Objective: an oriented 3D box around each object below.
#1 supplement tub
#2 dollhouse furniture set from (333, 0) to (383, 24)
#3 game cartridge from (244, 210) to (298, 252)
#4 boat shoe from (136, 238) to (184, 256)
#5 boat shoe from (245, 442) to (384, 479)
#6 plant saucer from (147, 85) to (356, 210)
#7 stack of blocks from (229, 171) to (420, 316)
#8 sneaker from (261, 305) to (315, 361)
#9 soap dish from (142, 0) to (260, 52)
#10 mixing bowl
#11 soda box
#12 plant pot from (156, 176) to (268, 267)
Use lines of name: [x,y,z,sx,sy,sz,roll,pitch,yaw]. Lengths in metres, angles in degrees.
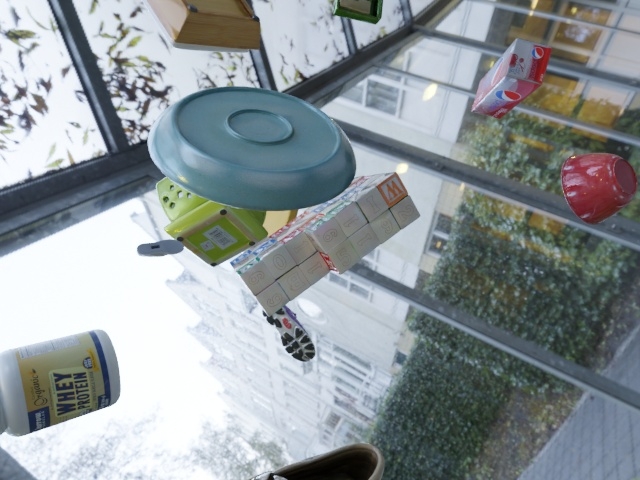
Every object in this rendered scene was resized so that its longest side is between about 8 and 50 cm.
supplement tub: [-0.733,0.384,1.208,0.317,0.228,0.228,-10,-54,-38]
dollhouse furniture set: [0.067,-0.298,0.481,0.152,0.059,0.076,168,109,-72]
game cartridge: [-0.216,-0.085,1.592,0.053,0.324,0.285,29,-108,-50]
boat shoe: [-0.355,0.021,0.991,0.100,0.035,0.035,-8,-16,-28]
boat shoe: [-0.061,0.305,0.487,0.341,0.122,0.110,1,-67,-46]
plant saucer: [-0.095,-0.161,0.683,0.317,0.318,0.043,-44,-23,-45]
stack of blocks: [0.000,0.000,0.770,0.297,0.087,0.171,-35,15,-12]
sneaker: [-0.063,0.200,1.037,0.068,0.169,0.071,-36,-6,20]
soap dish: [-0.323,-0.641,1.240,0.291,0.228,0.118,-21,-16,-46]
mixing bowl: [0.674,-0.136,1.059,0.181,0.181,0.098,-55,13,-26]
soda box: [0.453,-0.381,1.085,0.263,0.084,0.092,4,-78,-87]
plant pot: [-0.278,-0.074,1.193,0.227,0.207,0.228,-27,-42,11]
